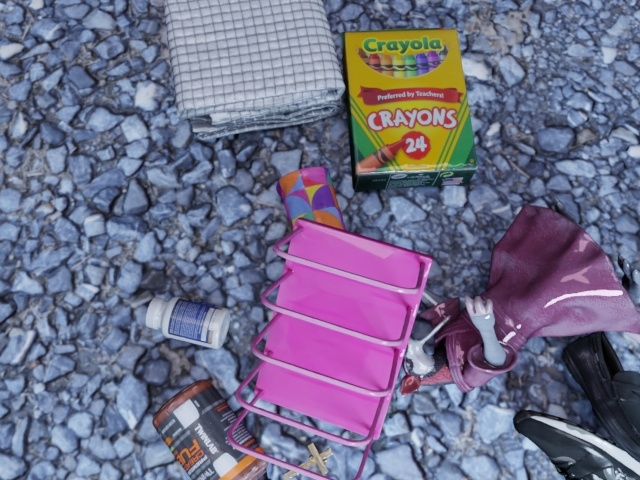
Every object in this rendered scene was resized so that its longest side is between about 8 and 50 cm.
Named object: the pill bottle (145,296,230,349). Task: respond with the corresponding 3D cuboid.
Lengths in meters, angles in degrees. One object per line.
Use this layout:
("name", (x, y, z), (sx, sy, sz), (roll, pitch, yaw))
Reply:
("pill bottle", (-0.208, 0.126, 0.972), (0.120, 0.067, 0.067), (13, 74, 5))

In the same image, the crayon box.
("crayon box", (0.144, -0.250, 1.069), (0.202, 0.081, 0.318), (-4, 73, -3))

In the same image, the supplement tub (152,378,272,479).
("supplement tub", (-0.147, 0.307, 0.896), (0.106, 0.106, 0.198), (-39, 76, -10))

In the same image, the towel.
("towel", (-0.117, -0.310, 1.080), (0.284, 0.121, 0.235), (-11, 75, -4))

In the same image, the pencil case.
("pencil case", (0.000, 0.000, 0.991), (0.105, 0.104, 0.236), (-14, 73, -3))

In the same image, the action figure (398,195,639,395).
("action figure", (0.267, 0.120, 0.928), (0.370, 0.248, 0.276), (-42, 112, 8))

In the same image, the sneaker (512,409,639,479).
("sneaker", (0.398, 0.348, 0.878), (0.283, 0.107, 0.124), (26, 81, 9))

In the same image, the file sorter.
("file sorter", (0.009, 0.146, 0.834), (0.202, 0.182, 0.290), (17, 104, 10))

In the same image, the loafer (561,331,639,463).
("loafer", (0.421, 0.215, 0.871), (0.076, 0.223, 0.078), (30, 115, -25))

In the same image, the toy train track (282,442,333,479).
("toy train track", (-0.019, 0.337, 0.933), (0.083, 0.014, 0.048), (-29, 82, -2))
